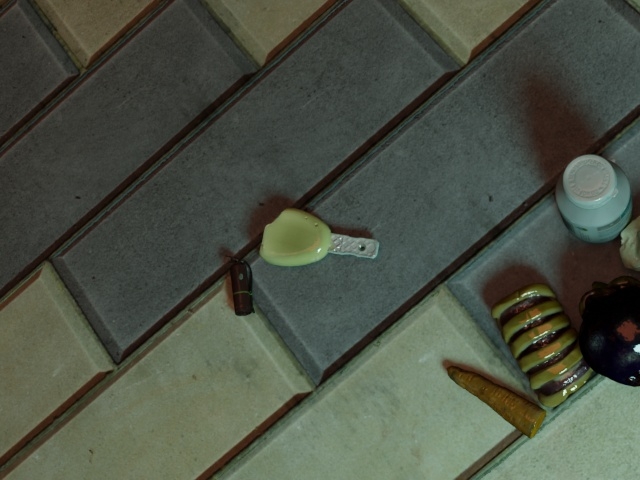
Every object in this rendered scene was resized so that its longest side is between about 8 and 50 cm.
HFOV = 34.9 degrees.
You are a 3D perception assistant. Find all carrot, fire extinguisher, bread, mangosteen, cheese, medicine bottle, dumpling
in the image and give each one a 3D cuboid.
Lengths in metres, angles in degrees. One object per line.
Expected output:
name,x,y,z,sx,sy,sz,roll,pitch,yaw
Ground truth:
carrot,0.326,0.294,1.932,0.210,0.061,0.061,31,87,28
fire extinguisher,-0.171,0.093,2.171,0.056,0.039,0.132,-2,70,-15
bread,0.420,0.191,1.910,0.134,0.081,0.225,-32,66,7
mangosteen,0.555,0.151,1.828,0.194,0.194,0.230,-20,49,13
cheese,0.000,0.000,2.133,0.255,0.050,0.127,6,76,19
medicine bottle,0.506,-0.082,1.884,0.135,0.215,0.135,-5,74,18
dumpling,0.655,-0.004,1.869,0.181,0.111,0.155,2,71,-3
